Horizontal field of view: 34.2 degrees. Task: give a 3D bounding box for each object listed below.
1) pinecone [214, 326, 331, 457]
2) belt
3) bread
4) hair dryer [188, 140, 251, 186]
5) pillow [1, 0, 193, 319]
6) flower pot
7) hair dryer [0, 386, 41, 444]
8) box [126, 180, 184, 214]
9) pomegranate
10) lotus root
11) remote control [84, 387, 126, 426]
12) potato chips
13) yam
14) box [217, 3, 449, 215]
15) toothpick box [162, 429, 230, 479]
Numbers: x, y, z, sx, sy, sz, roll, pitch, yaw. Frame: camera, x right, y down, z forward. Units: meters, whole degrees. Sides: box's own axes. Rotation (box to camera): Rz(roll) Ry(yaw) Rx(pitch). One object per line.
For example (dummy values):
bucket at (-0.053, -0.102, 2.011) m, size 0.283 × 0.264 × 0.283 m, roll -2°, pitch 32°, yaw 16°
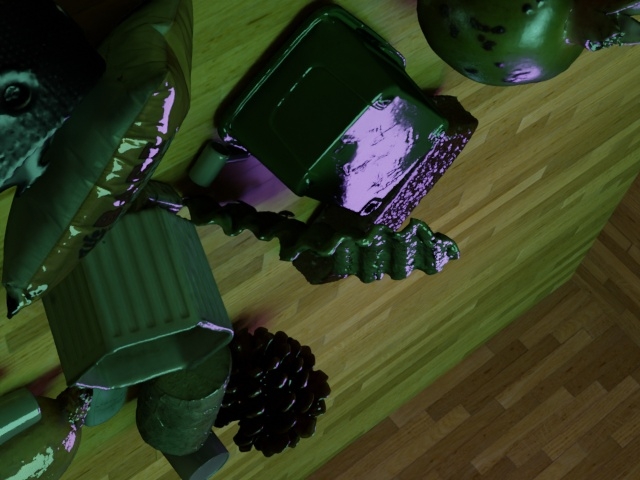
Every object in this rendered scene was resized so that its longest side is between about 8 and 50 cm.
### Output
pinecone at (-0.124, 0.291, 2.106) m, size 0.264 × 0.264 × 0.264 m, roll -36°, pitch 159°, yaw -16°
belt at (-0.329, -0.102, 0.952) m, size 0.289 × 0.184 × 0.164 m, roll -43°, pitch 119°, yaw -1°
bread at (0.112, -0.090, 1.931) m, size 0.165 × 0.113 × 0.416 m, roll -11°, pitch 145°, yaw -53°
hair dryer at (-0.140, -0.118, 1.536) m, size 0.063 × 0.038 × 0.124 m, roll -51°, pitch 165°, yaw 27°
pillow at (-0.230, -0.111, 1.105) m, size 0.310 × 0.119 × 0.312 m, roll -49°, pitch -160°, yaw 22°
flower pot at (-0.256, 0.083, 1.426) m, size 0.209 × 0.189 × 0.239 m, roll -26°, pitch 161°, yaw 12°
hair dryer at (-0.514, 0.352, 1.534) m, size 0.296 × 0.119 × 0.298 m, roll -47°, pitch 118°, yaw -16°
box at (-0.242, -0.050, 1.458) m, size 0.062 × 0.045 × 0.098 m, roll -47°, pitch 160°, yaw 13°
pomegranate at (0.299, -0.327, 1.493) m, size 0.291 × 0.323 × 0.291 m, roll -42°, pitch 164°, yaw -15°
lotus root at (-0.493, 0.354, 1.663) m, size 0.343 × 0.151 × 0.169 m, roll -38°, pitch 158°, yaw -12°
remote control at (-0.379, 0.258, 1.833) m, size 0.097 × 0.045 × 0.256 m, roll -29°, pitch 154°, yaw -32°
potato chips at (0.005, 0.000, 1.576) m, size 0.389 × 0.373 × 0.097 m, roll 16°, pitch 84°, yaw -59°
yam at (-0.260, 0.285, 1.939) m, size 0.161 × 0.161 × 0.268 m, roll -29°, pitch 157°, yaw -32°
box at (0.038, -0.174, 1.530) m, size 0.253 × 0.178 × 0.329 m, roll -49°, pitch 159°, yaw 13°
toothpick box at (-0.277, 0.393, 2.095) m, size 0.111 × 0.180 × 0.111 m, roll -35°, pitch 157°, yaw -17°
